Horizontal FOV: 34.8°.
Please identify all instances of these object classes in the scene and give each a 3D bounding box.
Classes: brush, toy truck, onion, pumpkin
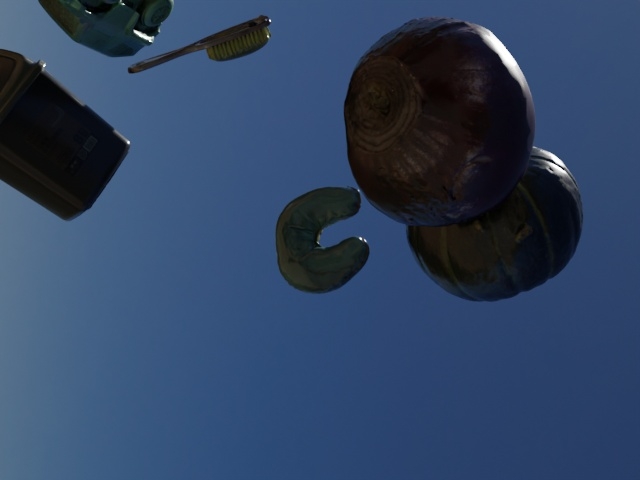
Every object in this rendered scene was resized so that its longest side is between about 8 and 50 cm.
[{"bbox_3d":[-0.244,-0.385,2.107,0.072,0.313,0.067,-124,-166,-70],"label":"brush"},{"bbox_3d":[-0.365,-0.407,1.683,0.156,0.279,0.155,-45,-103,10],"label":"toy truck"},{"bbox_3d":[0.199,-0.192,1.578,0.260,0.282,0.336,-4,-110,46],"label":"onion"},{"bbox_3d":[0.311,-0.040,1.841,0.241,0.323,0.323,63,-12,-24],"label":"pumpkin"}]

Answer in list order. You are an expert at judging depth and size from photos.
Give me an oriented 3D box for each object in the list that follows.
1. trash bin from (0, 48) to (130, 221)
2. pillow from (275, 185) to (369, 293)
[{"bbox_3d":[-0.508,-0.186,1.821,0.182,0.290,0.209,-20,-143,57],"label":"trash bin"},{"bbox_3d":[0.000,0.000,2.177,0.214,0.086,0.233,-19,-116,20],"label":"pillow"}]
